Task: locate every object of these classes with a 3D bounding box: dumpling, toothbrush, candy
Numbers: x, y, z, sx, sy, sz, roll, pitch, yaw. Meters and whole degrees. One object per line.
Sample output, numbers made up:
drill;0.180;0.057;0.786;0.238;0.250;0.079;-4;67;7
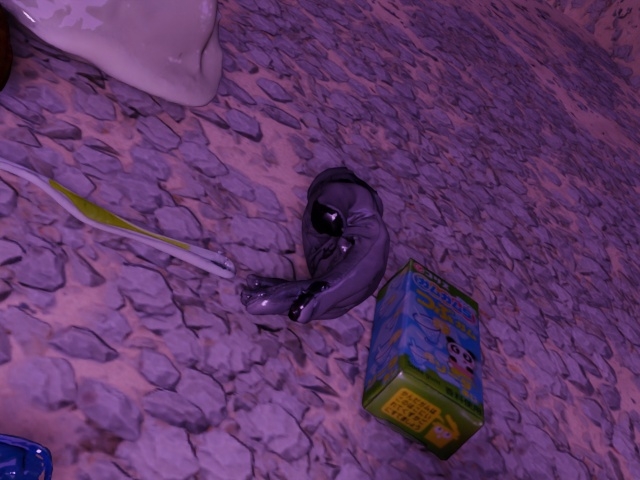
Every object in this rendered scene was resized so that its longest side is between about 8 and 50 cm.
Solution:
dumpling;-0.222;-0.266;0.867;0.318;0.187;0.243;45;26;3
toothbrush;-0.181;-0.023;0.746;0.263;0.026;0.022;24;39;-25
candy;0.101;0.107;0.856;0.097;0.062;0.194;33;29;-11

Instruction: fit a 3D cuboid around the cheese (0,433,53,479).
cheese;-0.262;0.097;0.420;0.270;0.069;0.177;23;32;-23

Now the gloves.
gloves;0.011;0.000;0.838;0.119;0.142;0.285;14;28;11

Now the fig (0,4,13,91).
fig;-0.327;-0.161;0.707;0.155;0.103;0.109;-1;84;-7
